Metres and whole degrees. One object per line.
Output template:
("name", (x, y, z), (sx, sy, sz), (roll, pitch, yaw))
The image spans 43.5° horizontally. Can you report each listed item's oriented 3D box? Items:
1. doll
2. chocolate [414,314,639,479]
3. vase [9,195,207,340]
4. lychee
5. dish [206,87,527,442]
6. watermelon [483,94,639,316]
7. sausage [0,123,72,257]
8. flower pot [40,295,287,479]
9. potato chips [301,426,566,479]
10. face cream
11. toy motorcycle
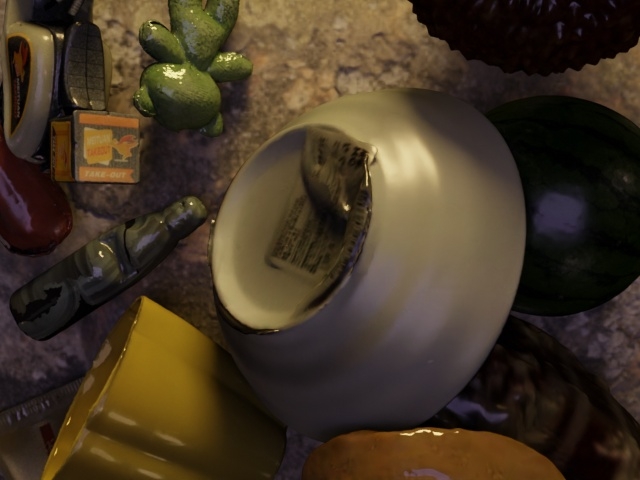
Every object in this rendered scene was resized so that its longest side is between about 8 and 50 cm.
("doll", (-0.119, -0.173, 0.738), (0.115, 0.077, 0.150), (16, 90, -37))
("chocolate", (0.149, 0.191, 0.706), (0.340, 0.210, 0.225), (37, 98, -3))
("vase", (-0.199, 0.022, 0.773), (0.211, 0.060, 0.060), (-31, 96, 9))
("lychee", (0.161, -0.243, 0.598), (0.236, 0.271, 0.235), (-1, 109, -2))
("dish", (0.000, 0.000, 0.640), (0.106, 0.316, 0.316), (24, 104, -43))
("watermelon", (0.203, -0.023, 0.677), (0.215, 0.188, 0.188), (27, 100, 6))
("sausage", (-0.292, -0.049, 0.762), (0.076, 0.076, 0.141), (-34, 94, 8))
("flower pot", (-0.136, 0.175, 0.741), (0.179, 0.195, 0.195), (30, 101, -16))
("potato chips", (0.082, 0.218, 0.585), (0.208, 0.062, 0.195), (37, 118, -7))
("face cream", (-0.227, 0.318, 0.823), (0.137, 0.084, 0.341), (-24, 90, 8))
("toy motorcycle", (-0.218, -0.182, 0.699), (0.157, 0.091, 0.263), (6, 96, 44))
